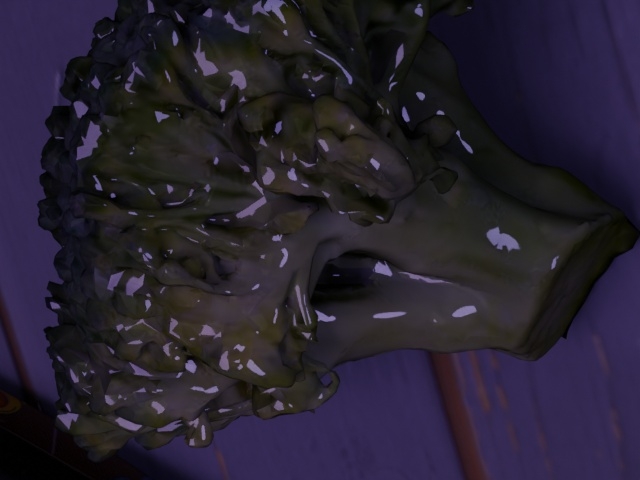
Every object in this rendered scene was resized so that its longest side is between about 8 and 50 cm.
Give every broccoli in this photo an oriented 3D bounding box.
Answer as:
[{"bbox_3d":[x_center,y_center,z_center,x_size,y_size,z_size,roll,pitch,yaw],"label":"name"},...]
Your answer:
[{"bbox_3d":[0.000,0.000,0.744,0.245,0.288,0.248,22,82,10],"label":"broccoli"}]

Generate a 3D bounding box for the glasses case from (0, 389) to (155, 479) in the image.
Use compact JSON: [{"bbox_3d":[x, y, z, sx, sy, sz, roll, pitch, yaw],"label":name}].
[{"bbox_3d":[-0.179,0.158,0.999,0.321,0.082,0.122,24,119,27],"label":"glasses case"}]
